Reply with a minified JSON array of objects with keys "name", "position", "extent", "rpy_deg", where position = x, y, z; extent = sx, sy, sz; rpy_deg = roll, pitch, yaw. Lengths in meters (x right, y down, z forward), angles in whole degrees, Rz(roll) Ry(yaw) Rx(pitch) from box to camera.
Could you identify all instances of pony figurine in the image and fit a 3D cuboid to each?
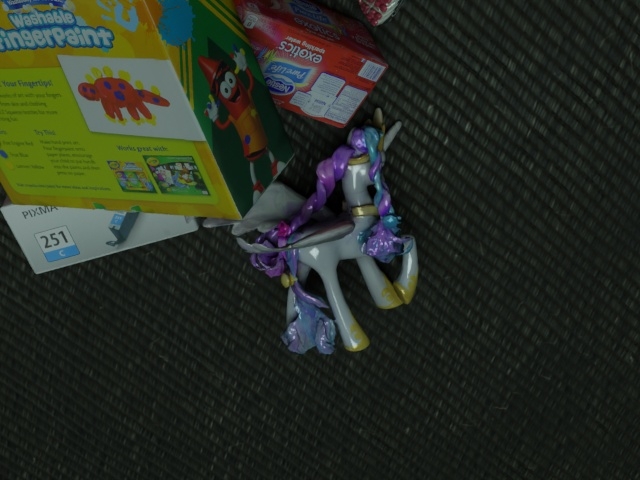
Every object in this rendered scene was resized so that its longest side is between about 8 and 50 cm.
[{"name":"pony figurine","position":[0.000,0.000,1.949],"extent":[0.350,0.303,0.364],"rpy_deg":[-21,119,-23]}]

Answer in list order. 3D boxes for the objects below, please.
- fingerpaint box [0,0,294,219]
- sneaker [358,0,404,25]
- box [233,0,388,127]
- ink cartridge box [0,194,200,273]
[{"name":"fingerpaint box","position":[-0.304,-0.230,1.687],"extent":[0.444,0.163,0.371],"rpy_deg":[3,131,35]},{"name":"sneaker","position":[0.142,-0.431,1.757],"extent":[0.112,0.121,0.299],"rpy_deg":[0,135,-35]},{"name":"box","position":[-0.048,-0.276,1.793],"extent":[0.256,0.123,0.128],"rpy_deg":[15,124,-35]},{"name":"ink cartridge box","position":[-0.375,-0.100,1.988],"extent":[0.296,0.066,0.261],"rpy_deg":[-15,120,10]}]
